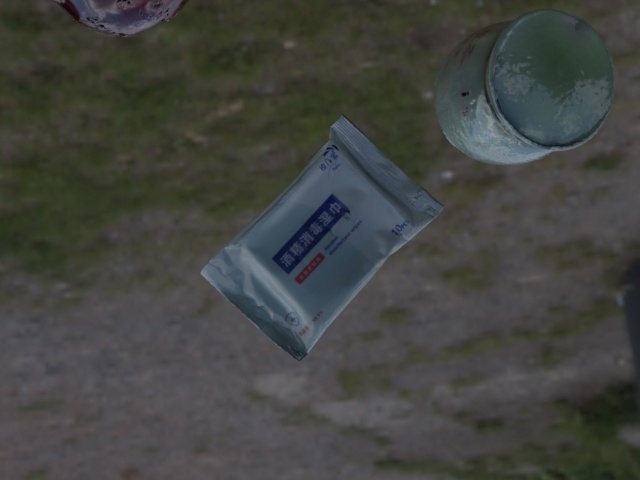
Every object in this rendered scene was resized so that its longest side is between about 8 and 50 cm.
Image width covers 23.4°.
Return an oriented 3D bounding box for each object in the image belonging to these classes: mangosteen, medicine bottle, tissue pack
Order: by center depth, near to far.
[{"bbox_3d":[0.000,0.000,1.371,0.193,0.122,0.026,-48,-179,6],"label":"tissue pack"},{"bbox_3d":[-0.194,-0.269,1.392,0.166,0.166,0.180,-22,164,35],"label":"mangosteen"},{"bbox_3d":[0.205,-0.153,1.571,0.147,0.147,0.143,3,174,-21],"label":"medicine bottle"}]
